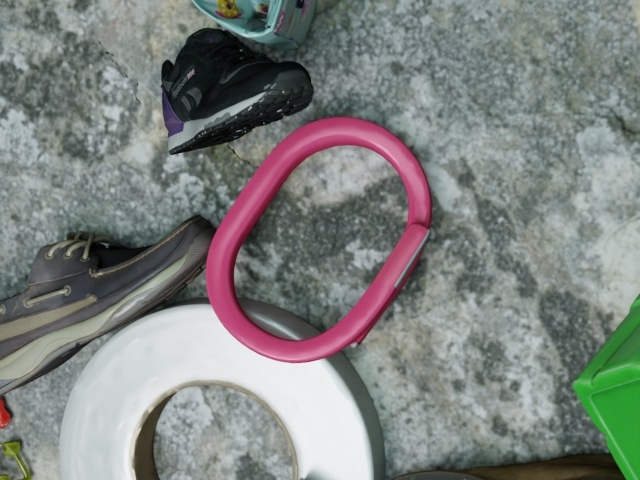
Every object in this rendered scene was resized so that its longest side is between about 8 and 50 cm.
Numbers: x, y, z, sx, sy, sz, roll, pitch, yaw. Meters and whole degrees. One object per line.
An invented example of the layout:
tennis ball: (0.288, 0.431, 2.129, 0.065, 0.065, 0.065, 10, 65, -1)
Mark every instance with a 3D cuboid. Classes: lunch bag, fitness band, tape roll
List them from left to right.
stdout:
tape roll: (-0.115, 0.260, 1.907, 0.392, 0.072, 0.392, 2, 97, 14)
lunch bag: (-0.084, -0.332, 1.749, 0.160, 0.223, 0.262, -23, 91, 8)
fitness band: (0.000, 0.000, 1.821, 0.209, 0.054, 0.291, 34, 87, 12)

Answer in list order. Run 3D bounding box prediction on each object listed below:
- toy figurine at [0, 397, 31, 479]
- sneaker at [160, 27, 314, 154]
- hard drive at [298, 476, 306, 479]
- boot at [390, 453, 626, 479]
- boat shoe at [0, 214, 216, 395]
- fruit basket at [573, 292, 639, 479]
toy figurine: (-0.515, 0.261, 2.006, 0.217, 0.191, 0.362, -20, 100, 46)
sneaker: (-0.110, -0.177, 1.768, 0.283, 0.107, 0.124, -15, 90, 60)
hard drive: (0.065, 0.459, 1.827, 0.353, 0.047, 0.233, 32, 104, 6)
boot: (0.215, 0.292, 1.813, 0.305, 0.115, 0.112, -4, 105, 24)
boat shoe: (-0.284, 0.056, 1.897, 0.355, 0.132, 0.130, -31, 88, 15)
fruit basket: (0.506, 0.169, 1.678, 0.392, 0.283, 0.392, 6, 73, -22)
